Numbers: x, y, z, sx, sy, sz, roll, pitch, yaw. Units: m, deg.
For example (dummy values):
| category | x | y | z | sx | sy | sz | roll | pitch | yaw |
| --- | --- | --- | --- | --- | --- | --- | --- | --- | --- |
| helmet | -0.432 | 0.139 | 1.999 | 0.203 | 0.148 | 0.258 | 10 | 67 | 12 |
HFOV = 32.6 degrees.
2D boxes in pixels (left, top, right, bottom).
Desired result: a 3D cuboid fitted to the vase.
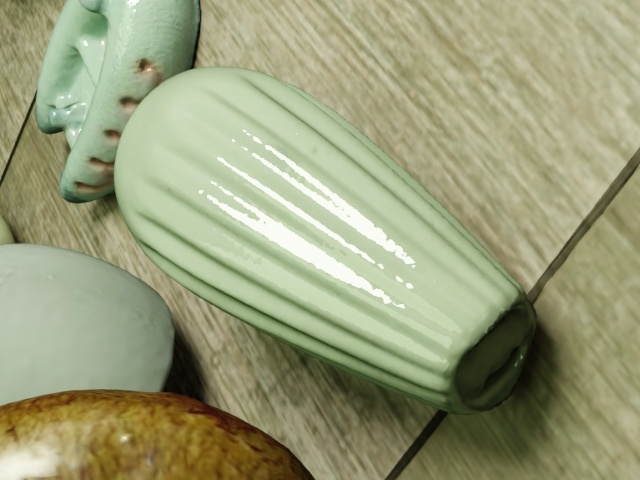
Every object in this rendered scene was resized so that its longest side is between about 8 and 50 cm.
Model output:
| category | x | y | z | sx | sy | sz | roll | pitch | yaw |
| --- | --- | --- | --- | --- | --- | --- | --- | --- | --- |
| vase | 0.000 | 0.000 | 0.569 | 0.248 | 0.128 | 0.128 | 34 | 114 | 35 |

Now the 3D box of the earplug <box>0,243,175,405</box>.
| category | x | y | z | sx | sy | sz | roll | pitch | yaw |
| --- | --- | --- | --- | --- | --- | --- | --- | --- | --- |
| earplug | -0.184 | 0.160 | 0.735 | 0.214 | 0.175 | 0.325 | 12 | 109 | 45 |

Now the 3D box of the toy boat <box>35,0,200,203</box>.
| category | x | y | z | sx | sy | sz | roll | pitch | yaw |
| --- | --- | --- | --- | --- | --- | --- | --- | --- | --- |
| toy boat | -0.165 | -0.124 | 0.802 | 0.208 | 0.079 | 0.134 | -49 | 50 | 39 |

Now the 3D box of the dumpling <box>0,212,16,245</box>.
| category | x | y | z | sx | sy | sz | roll | pitch | yaw |
| --- | --- | --- | --- | --- | --- | --- | --- | --- | --- |
| dumpling | -0.314 | 0.030 | 0.958 | 0.169 | 0.100 | 0.134 | -8 | 97 | 52 |

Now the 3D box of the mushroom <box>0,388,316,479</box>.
| category | x | y | z | sx | sy | sz | roll | pitch | yaw |
| --- | --- | --- | --- | --- | --- | --- | --- | --- | --- |
| mushroom | -0.126 | 0.246 | 0.576 | 0.239 | 0.345 | 0.345 | 92 | 172 | -81 |
